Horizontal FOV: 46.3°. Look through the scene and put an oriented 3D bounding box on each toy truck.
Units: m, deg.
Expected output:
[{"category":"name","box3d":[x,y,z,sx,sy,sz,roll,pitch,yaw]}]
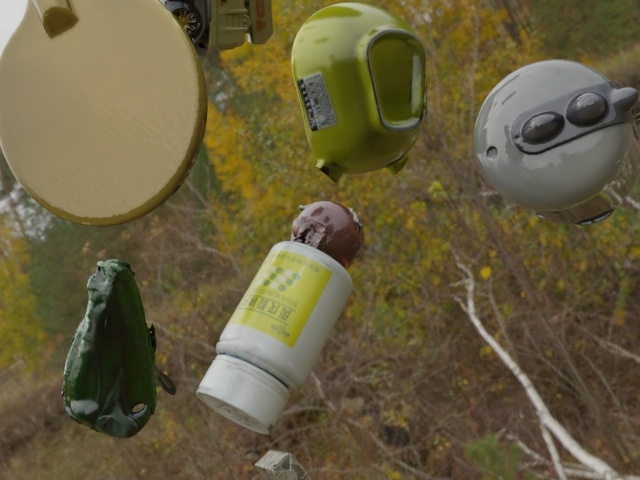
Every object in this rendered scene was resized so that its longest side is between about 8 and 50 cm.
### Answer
[{"category":"toy truck","box3d":[-0.222,-0.582,1.516,0.254,0.405,0.180,-5,18,-19]}]

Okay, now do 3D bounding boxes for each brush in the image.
[{"category":"brush","box3d":[-0.335,0.238,1.459,0.016,0.193,0.063,7,49,42]}]

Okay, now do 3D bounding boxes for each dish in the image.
[{"category":"dish","box3d":[0.081,-0.219,1.081,0.221,0.262,0.108,-9,7,-34]}]

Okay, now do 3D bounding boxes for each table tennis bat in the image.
[{"category":"table tennis bat","box3d":[-0.211,-0.167,0.636,0.198,0.320,0.050,-23,-4,17]}]

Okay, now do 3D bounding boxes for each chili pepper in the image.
[{"category":"chili pepper","box3d":[-0.236,0.121,0.832,0.108,0.216,0.062,0,20,-13]}]

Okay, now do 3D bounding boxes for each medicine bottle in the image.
[{"category":"medicine bottle","box3d":[-0.065,0.140,1.093,0.143,0.143,0.258,-19,39,61]}]

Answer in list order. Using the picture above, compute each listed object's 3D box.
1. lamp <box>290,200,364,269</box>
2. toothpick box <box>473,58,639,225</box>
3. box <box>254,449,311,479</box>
[{"category":"lamp","box3d":[0.012,0.001,1.504,0.215,0.151,0.223,99,-175,-50]},{"category":"toothpick box","box3d":[0.344,-0.139,1.047,0.229,0.229,0.316,-30,-15,21]},{"category":"box","box3d":[-0.060,0.366,1.184,0.045,0.062,0.098,-40,3,-26]}]
